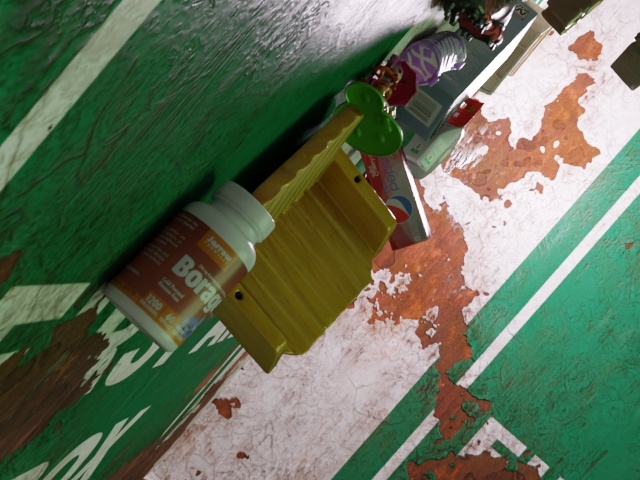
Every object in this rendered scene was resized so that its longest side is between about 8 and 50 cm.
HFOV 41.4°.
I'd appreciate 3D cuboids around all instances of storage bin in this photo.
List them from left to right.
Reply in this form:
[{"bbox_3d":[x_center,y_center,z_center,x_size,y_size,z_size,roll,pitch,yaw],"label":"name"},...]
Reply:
[{"bbox_3d":[0.583,-0.596,2.617,0.260,0.123,0.262,-53,173,35],"label":"storage bin"}]

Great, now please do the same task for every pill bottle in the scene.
[{"bbox_3d":[-0.163,0.028,1.096,0.216,0.121,0.121,-48,174,-15],"label":"pill bottle"}]

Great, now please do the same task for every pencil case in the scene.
[{"bbox_3d":[0.224,-0.357,1.654,0.086,0.088,0.206,-50,176,33],"label":"pencil case"}]

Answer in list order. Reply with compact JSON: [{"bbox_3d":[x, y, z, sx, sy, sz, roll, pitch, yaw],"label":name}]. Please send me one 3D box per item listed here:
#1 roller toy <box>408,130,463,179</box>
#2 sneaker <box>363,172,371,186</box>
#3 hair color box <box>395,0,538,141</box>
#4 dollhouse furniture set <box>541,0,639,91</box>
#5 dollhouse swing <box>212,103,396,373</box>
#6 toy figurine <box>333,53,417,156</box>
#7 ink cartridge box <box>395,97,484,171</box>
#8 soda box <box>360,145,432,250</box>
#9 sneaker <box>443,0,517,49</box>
[{"bbox_3d":[0.278,-0.278,2.292,0.209,0.146,0.191,-50,-175,-16],"label":"roller toy"},{"bbox_3d":[0.114,-0.127,2.474,0.221,0.087,0.128,-60,168,-10],"label":"sneaker"},{"bbox_3d":[0.349,-0.423,2.028,0.374,0.114,0.185,-47,174,-28],"label":"hair color box"},{"bbox_3d":[0.577,-0.527,1.603,0.256,0.394,0.362,-40,174,2],"label":"dollhouse furniture set"},{"bbox_3d":[0.000,0.000,1.423,0.347,0.315,0.305,-45,-167,-29],"label":"dollhouse swing"},{"bbox_3d":[0.109,-0.261,1.475,0.159,0.130,0.173,-61,156,-30],"label":"toy figurine"},{"bbox_3d":[0.274,-0.292,2.112,0.224,0.056,0.181,-50,-144,-2],"label":"ink cartridge box"},{"bbox_3d":[0.171,-0.115,1.942,0.092,0.263,0.083,-19,180,15],"label":"soda box"},{"bbox_3d":[0.308,-0.457,1.611,0.135,0.098,0.276,-66,161,10],"label":"sneaker"}]
